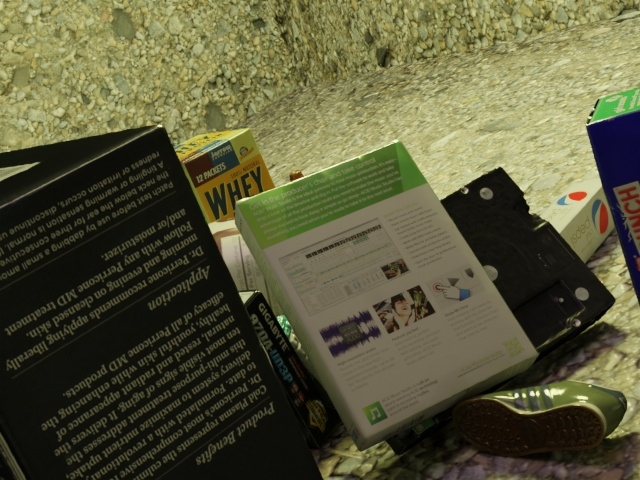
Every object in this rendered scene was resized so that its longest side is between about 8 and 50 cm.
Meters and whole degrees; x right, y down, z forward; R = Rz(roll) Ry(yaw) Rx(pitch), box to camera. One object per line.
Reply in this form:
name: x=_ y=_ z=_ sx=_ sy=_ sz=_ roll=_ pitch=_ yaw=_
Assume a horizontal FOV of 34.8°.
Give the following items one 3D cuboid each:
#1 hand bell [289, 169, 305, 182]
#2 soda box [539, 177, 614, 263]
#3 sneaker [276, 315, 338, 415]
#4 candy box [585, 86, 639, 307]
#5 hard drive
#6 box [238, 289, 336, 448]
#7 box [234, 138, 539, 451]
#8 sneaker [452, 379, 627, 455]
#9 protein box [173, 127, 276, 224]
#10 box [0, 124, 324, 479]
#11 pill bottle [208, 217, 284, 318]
hand bell: x=0.000 y=0.000 z=1.649 sx=0.126 sy=0.242 sz=0.126 roll=-21 pitch=17 yaw=7
soda box: x=0.371 y=-0.016 z=1.517 sx=0.069 sy=0.074 sz=0.216 roll=-7 pitch=22 yaw=41
sneaker: x=-0.019 y=0.169 z=1.309 sx=0.076 sy=0.166 sz=0.065 roll=-29 pitch=20 yaw=25
candy box: x=0.500 y=-0.068 z=1.178 sx=0.317 sy=0.268 sz=0.122 roll=-14 pitch=15 yaw=26
hard drive: x=0.161 y=0.077 z=1.257 sx=0.339 sy=0.237 sz=0.064 roll=-30 pitch=-21 yaw=-23
box: x=-0.101 y=0.168 z=1.295 sx=0.175 sy=0.220 sz=0.051 roll=-8 pitch=30 yaw=40
box: x=0.070 y=0.053 z=1.190 sx=0.232 sy=0.322 sz=0.058 roll=-22 pitch=-22 yaw=-19
sneaker: x=0.241 y=0.187 z=1.097 sx=0.086 sy=0.064 sz=0.192 roll=-18 pitch=6 yaw=-42
protein box: x=-0.177 y=-0.064 z=1.709 sx=0.136 sy=0.201 sz=0.199 roll=-32 pitch=18 yaw=-28
box: x=-0.300 y=0.153 z=1.156 sx=0.297 sy=0.472 sz=0.479 roll=-32 pitch=19 yaw=-32
pill bottle: x=-0.051 y=0.067 z=1.442 sx=0.392 sy=0.224 sz=0.224 roll=-11 pitch=17 yaw=2
